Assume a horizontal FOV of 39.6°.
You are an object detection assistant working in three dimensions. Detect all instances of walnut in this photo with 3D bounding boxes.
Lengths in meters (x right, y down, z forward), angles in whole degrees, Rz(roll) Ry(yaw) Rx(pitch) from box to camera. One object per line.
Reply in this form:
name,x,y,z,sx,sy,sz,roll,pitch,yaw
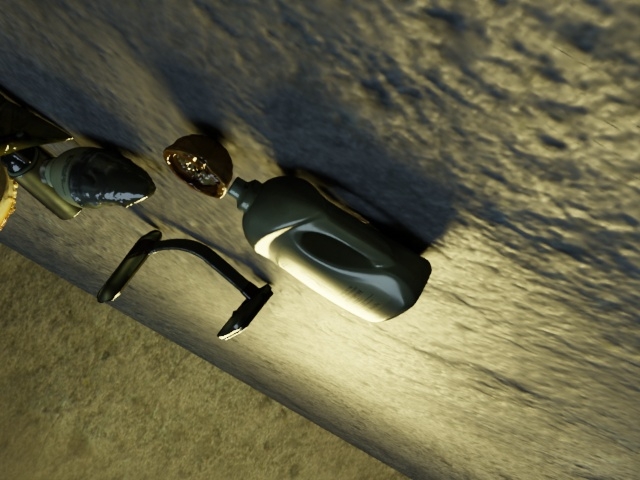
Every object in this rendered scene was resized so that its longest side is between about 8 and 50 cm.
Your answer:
walnut,-0.145,-0.100,1.099,0.091,0.052,0.121,34,162,-8

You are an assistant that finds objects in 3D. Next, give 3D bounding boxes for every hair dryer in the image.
hair dryer,-0.578,-0.147,1.695,0.248,0.078,0.195,23,162,41

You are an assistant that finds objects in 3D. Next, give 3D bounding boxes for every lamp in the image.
lamp,-0.253,0.094,1.634,0.283,0.203,0.124,33,145,3
lamp,-0.347,-0.096,1.381,0.250,0.101,0.101,9,155,34

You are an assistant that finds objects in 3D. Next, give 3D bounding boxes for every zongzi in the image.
zongzi,-0.530,-0.134,1.401,0.204,0.205,0.094,31,175,-16

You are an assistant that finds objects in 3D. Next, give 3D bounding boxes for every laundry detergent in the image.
laundry detergent,0.000,0.000,1.081,0.253,0.091,0.181,33,162,-11

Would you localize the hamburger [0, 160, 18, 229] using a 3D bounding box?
hamburger,-0.779,-0.097,1.827,0.290,0.291,0.225,21,156,29
